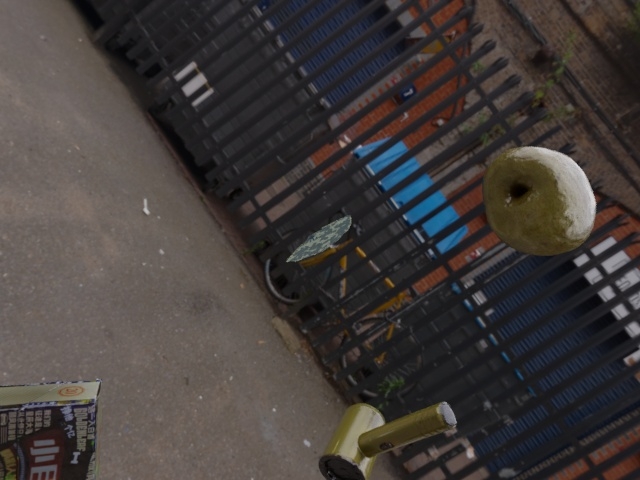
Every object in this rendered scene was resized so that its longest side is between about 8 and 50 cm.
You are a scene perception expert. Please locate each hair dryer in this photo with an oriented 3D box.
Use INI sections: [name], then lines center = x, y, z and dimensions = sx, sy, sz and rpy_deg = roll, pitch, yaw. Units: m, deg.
[hair dryer]
center = 0.120, 0.330, 0.738
dimensions = 0.090, 0.279, 0.135
rpy_deg = 47, 38, 0

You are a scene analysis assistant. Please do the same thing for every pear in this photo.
[pear]
center = 0.447, -0.079, 0.876
dimensions = 0.211, 0.188, 0.228
rpy_deg = 12, 65, -40

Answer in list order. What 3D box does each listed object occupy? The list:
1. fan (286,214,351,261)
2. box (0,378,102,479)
[fan]
center = 0.000, 0.000, 1.241
dimensions = 0.131, 0.240, 0.009
rpy_deg = 24, 34, -56
[box]
center = -0.471, 0.304, 0.575
dimensions = 0.084, 0.311, 0.198
rpy_deg = -162, -104, -68
